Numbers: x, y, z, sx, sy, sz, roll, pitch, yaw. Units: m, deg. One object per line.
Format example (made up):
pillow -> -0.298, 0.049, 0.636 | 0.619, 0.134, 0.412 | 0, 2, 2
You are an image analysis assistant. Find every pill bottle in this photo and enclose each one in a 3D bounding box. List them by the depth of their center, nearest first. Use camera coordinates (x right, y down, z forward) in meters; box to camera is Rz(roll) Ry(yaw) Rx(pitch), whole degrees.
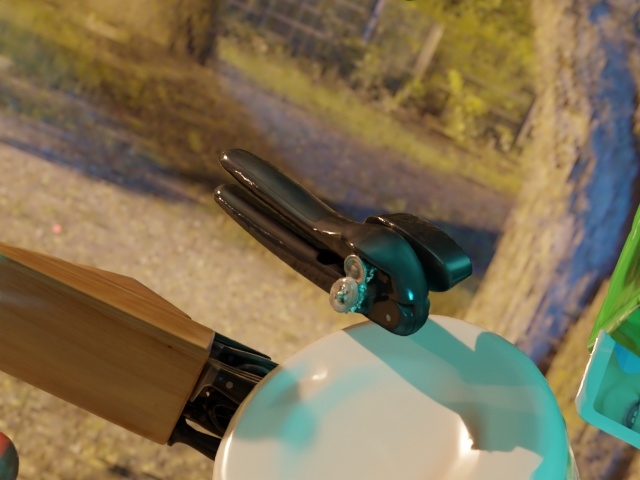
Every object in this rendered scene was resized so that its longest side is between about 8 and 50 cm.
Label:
pill bottle -> 0.080, 0.233, 1.000 | 0.204, 0.204, 0.361 | 33, -25, 41

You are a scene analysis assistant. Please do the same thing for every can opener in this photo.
can opener -> 0.000, 0.000, 0.936 | 0.186, 0.059, 0.073 | 27, 24, 38

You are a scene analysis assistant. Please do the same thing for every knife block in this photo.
knife block -> -0.143, 0.104, 1.292 | 0.242, 0.088, 0.276 | 30, 7, 40

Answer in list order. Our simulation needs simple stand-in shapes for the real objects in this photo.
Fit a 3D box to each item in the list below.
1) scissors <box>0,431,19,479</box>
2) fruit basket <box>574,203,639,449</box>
scissors -> -0.233, 0.122, 0.659 | 0.297, 0.109, 0.021 | -7, -49, 39
fruit basket -> 0.365, 0.044, 0.996 | 0.353, 0.327, 0.165 | 25, -26, 5
